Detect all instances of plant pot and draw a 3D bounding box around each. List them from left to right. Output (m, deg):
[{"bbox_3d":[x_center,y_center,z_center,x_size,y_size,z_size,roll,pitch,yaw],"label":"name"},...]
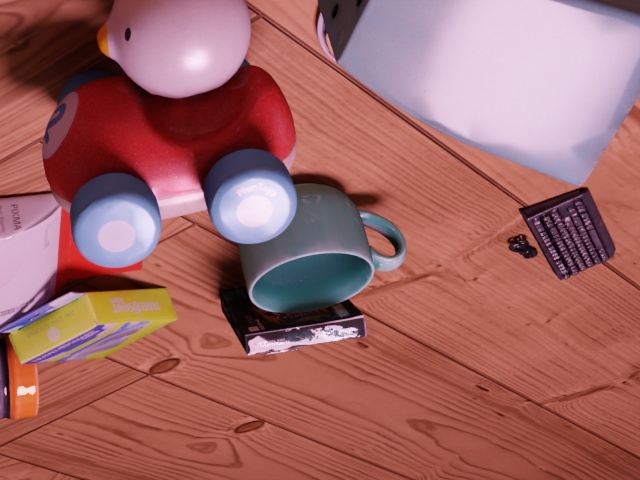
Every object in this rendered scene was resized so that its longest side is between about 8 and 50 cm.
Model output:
[{"bbox_3d":[0.128,-0.178,1.460,0.234,0.166,0.165,13,125,-22],"label":"plant pot"}]

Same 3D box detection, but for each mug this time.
[{"bbox_3d":[-0.009,0.004,1.841,0.157,0.097,0.129,13,142,-42],"label":"mug"}]

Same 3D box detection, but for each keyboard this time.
[{"bbox_3d":[0.268,0.001,2.044,0.108,0.023,0.180,-19,151,11],"label":"keyboard"}]

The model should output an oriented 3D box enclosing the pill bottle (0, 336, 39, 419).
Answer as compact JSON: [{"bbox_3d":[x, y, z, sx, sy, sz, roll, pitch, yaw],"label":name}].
[{"bbox_3d":[-0.421,0.154,1.899,0.245,0.130,0.130,-4,151,-17],"label":"pill bottle"}]

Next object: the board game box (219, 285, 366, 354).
[{"bbox_3d":[-0.032,0.077,1.921,0.126,0.026,0.186,-8,-166,-9],"label":"board game box"}]

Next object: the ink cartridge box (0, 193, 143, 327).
[{"bbox_3d":[-0.283,0.020,1.797,0.232,0.066,0.189,-3,151,-12],"label":"ink cartridge box"}]

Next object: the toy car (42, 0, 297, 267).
[{"bbox_3d":[-0.132,-0.141,1.465,0.210,0.219,0.238,-10,123,-5],"label":"toy car"}]

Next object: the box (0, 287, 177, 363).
[{"bbox_3d":[-0.242,0.089,1.904,0.109,0.042,0.178,-27,168,25],"label":"box"}]

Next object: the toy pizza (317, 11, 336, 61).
[{"bbox_3d":[0.097,-0.195,1.586,0.201,0.032,0.201,-11,152,-6],"label":"toy pizza"}]
